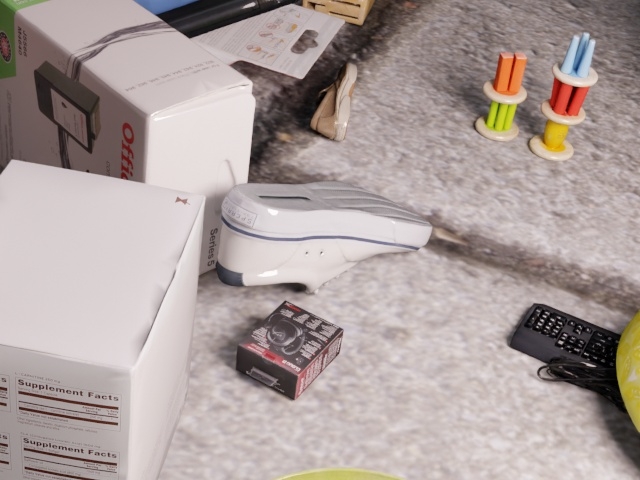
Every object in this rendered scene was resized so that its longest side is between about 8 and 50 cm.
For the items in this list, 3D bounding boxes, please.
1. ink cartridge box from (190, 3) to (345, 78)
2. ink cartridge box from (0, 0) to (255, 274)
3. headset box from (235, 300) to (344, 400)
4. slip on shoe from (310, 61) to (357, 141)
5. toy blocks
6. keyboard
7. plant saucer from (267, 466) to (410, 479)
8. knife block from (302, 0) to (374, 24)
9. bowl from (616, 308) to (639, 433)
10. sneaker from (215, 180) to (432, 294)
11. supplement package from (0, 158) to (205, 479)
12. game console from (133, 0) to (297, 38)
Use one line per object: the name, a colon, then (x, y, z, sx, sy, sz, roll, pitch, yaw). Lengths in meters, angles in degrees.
ink cartridge box: (-0.109, -0.255, 1.390, 0.232, 0.066, 0.189, 23, 38, 5)
ink cartridge box: (-0.195, -0.108, 1.046, 0.115, 0.198, 0.273, -24, 47, -36)
headset box: (-0.028, 0.094, 0.950, 0.062, 0.032, 0.083, 24, 40, 20)
slip on shoe: (0.015, -0.164, 1.292, 0.041, 0.051, 0.135, 11, 44, -1)
toy blocks: (0.248, -0.177, 1.273, 0.123, 0.148, 0.054, 22, 38, 17)
keyboard: (0.268, 0.107, 0.994, 0.192, 0.038, 0.100, 22, 39, 18)
plant saucer: (0.024, 0.255, 0.745, 0.241, 0.037, 0.241, 6, 36, -4)
knife block: (0.059, -0.414, 1.622, 0.088, 0.242, 0.275, 14, 82, 8)
bowl: (0.407, 0.098, 0.904, 0.290, 0.156, 0.289, 12, 39, -10)
sneaker: (0.000, 0.000, 1.042, 0.258, 0.091, 0.094, 3, 26, -45)
supplement package: (-0.179, 0.087, 0.786, 0.149, 0.203, 0.194, 11, 36, 2)
game console: (-0.241, -0.327, 1.346, 0.387, 0.060, 0.342, -20, 42, -5)
